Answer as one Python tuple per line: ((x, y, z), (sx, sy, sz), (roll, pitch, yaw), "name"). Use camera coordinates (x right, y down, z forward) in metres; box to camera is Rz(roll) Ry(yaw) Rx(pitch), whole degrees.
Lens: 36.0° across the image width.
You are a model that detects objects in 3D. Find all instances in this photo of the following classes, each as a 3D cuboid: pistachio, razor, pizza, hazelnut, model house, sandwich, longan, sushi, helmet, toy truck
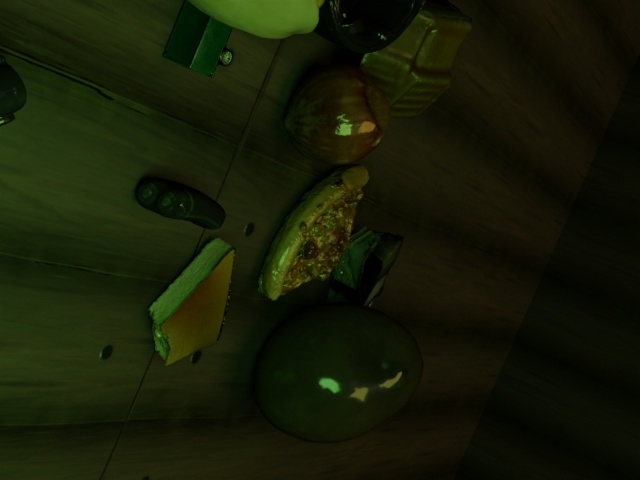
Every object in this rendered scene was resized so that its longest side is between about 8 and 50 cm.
((-0.098, -0.400, 1.262), (0.309, 0.230, 0.230), (41, 74, -33), "pistachio")
((-0.206, -0.056, 1.498), (0.054, 0.090, 0.148), (-66, 155, 3), "razor")
((0.000, 0.000, 1.905), (0.335, 0.086, 0.226), (-54, 149, -24), "pizza")
((0.031, -0.210, 1.701), (0.182, 0.182, 0.182), (-40, 143, -39), "hazelnut")
((0.144, -0.341, 1.821), (0.268, 0.173, 0.239), (-4, 124, -45), "model house")
((-0.220, 0.104, 1.632), (0.162, 0.058, 0.193), (-22, 132, -52), "sandwich")
((0.035, 0.255, 1.940), (0.350, 0.288, 0.288), (-16, 129, -26), "longan")
((0.072, 0.092, 2.101), (0.134, 0.109, 0.273), (-44, 160, -42), "sushi")
((0.052, -0.428, 1.570), (0.279, 0.160, 0.230), (-29, 131, -48), "helmet")
((-0.156, -0.311, 1.409), (0.079, 0.065, 0.147), (18, 98, -59), "toy truck")

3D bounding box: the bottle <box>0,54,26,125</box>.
((-0.430, -0.136, 1.064), (0.244, 0.072, 0.082), (-33, 117, -46), "bottle")
